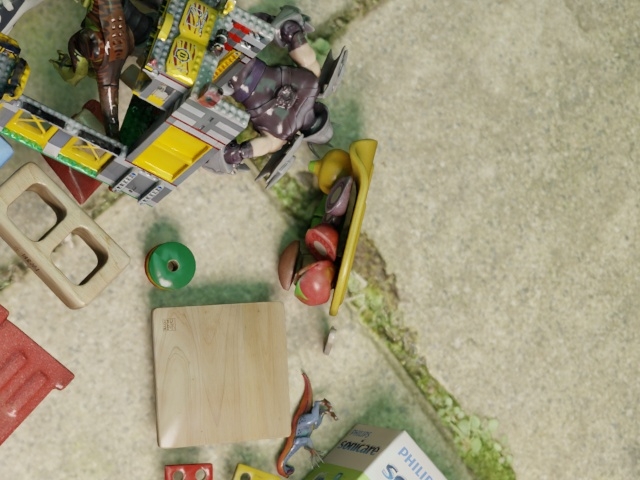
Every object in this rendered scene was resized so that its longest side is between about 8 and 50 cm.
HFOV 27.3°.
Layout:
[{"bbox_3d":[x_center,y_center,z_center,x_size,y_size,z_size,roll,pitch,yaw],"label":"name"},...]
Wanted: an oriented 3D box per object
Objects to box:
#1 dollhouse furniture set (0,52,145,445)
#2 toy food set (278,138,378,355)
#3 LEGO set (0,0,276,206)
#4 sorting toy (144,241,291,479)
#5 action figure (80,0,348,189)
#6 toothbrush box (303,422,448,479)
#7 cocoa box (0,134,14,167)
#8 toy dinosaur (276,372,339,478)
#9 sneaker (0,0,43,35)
[{"bbox_3d":[-0.247,0.025,1.154,0.152,0.201,0.374,47,66,-12],"label":"dollhouse furniture set"},{"bbox_3d":[0.000,0.000,1.294,0.071,0.128,0.218,13,86,1],"label":"toy food set"},{"bbox_3d":[-0.142,-0.199,1.015,0.255,0.192,0.331,35,55,-17],"label":"LEGO set"},{"bbox_3d":[-0.100,0.138,1.278,0.132,0.046,0.275,-3,87,-22],"label":"sorting toy"},{"bbox_3d":[-0.089,-0.170,1.279,0.285,0.099,0.185,34,68,-28],"label":"action figure"},{"bbox_3d":[0.028,0.350,1.274,0.283,0.122,0.206,-44,102,-17],"label":"toothbrush box"},{"bbox_3d":[-0.459,-0.100,1.054,0.347,0.228,0.231,45,72,-13],"label":"cocoa box"},{"bbox_3d":[-0.020,0.195,1.321,0.082,0.047,0.090,-36,66,-11],"label":"toy dinosaur"},{"bbox_3d":[-0.273,-0.247,1.178,0.235,0.153,0.094,-34,97,-20],"label":"sneaker"}]
